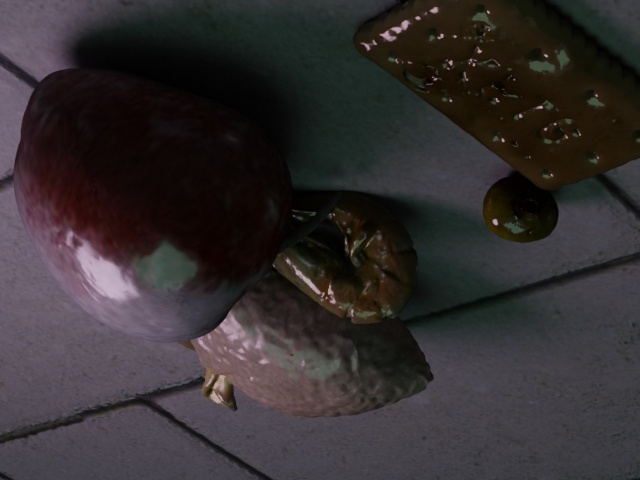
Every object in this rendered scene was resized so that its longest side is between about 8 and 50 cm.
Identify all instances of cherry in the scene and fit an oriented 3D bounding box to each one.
[{"bbox_3d":[-0.189,-0.038,2.020,0.335,0.291,0.326,22,158,19],"label":"cherry"}]

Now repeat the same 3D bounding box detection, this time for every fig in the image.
[{"bbox_3d":[0.227,-0.033,2.044,0.084,0.082,0.098,-16,171,-16],"label":"fig"}]

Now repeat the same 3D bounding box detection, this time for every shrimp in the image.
[{"bbox_3d":[0.000,0.000,2.151,0.267,0.145,0.061,28,-169,22],"label":"shrimp"}]

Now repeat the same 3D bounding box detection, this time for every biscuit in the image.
[{"bbox_3d":[0.211,-0.164,1.867,0.325,0.044,0.217,34,145,-30],"label":"biscuit"}]

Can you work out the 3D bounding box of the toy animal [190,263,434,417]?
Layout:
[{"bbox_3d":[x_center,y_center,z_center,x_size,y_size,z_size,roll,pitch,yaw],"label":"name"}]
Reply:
[{"bbox_3d":[-0.027,0.122,2.265,0.358,0.188,0.226,26,141,3],"label":"toy animal"}]

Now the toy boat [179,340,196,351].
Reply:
[{"bbox_3d":[-0.202,0.107,2.445,0.072,0.064,0.206,-1,148,49],"label":"toy boat"}]
